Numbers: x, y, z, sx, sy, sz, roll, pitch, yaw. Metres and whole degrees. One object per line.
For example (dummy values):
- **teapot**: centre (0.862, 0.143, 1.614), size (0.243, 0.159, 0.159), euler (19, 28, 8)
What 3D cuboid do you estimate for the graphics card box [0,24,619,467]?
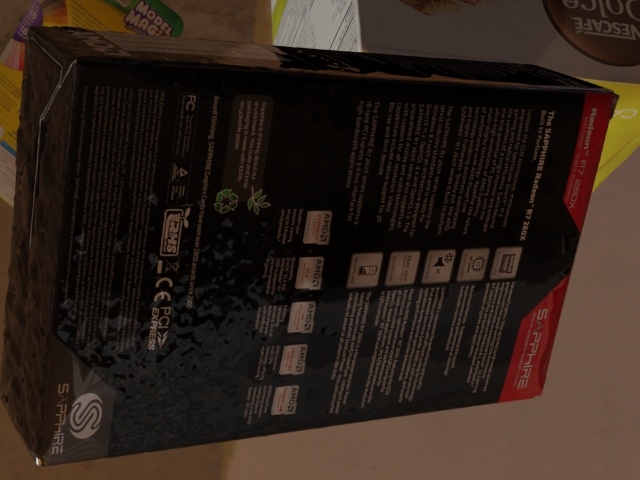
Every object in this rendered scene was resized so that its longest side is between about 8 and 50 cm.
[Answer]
- **graphics card box**: centre (0.000, 0.000, 0.657), size (0.371, 0.094, 0.232), euler (-3, -67, -32)

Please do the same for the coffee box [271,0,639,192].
- **coffee box**: centre (0.145, -0.224, 1.148), size (0.338, 0.338, 0.334), euler (4, -116, -15)

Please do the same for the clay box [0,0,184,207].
- **clay box**: centre (-0.208, -0.128, 0.893), size (0.127, 0.053, 0.222), euler (40, -74, 8)
